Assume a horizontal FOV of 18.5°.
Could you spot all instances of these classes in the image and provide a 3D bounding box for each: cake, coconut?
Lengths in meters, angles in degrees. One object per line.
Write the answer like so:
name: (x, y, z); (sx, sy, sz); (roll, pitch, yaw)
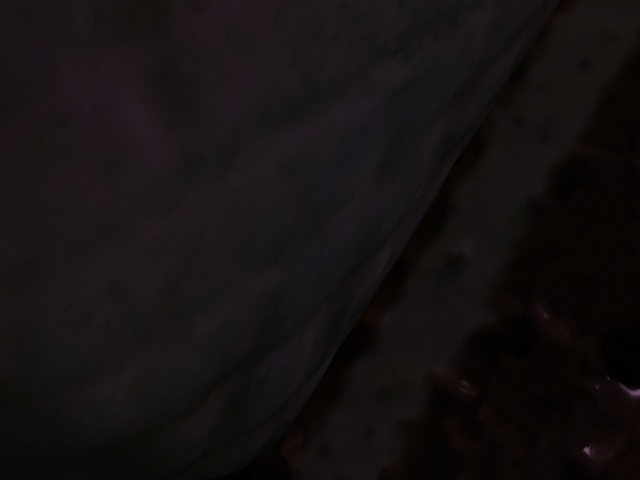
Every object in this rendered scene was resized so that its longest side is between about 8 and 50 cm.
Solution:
cake: (0.087, 0.008, 0.861); (0.290, 0.282, 0.255); (31, 1, 32)
coconut: (-0.086, -0.093, 0.513); (0.328, 0.329, 0.329); (31, 4, -2)
